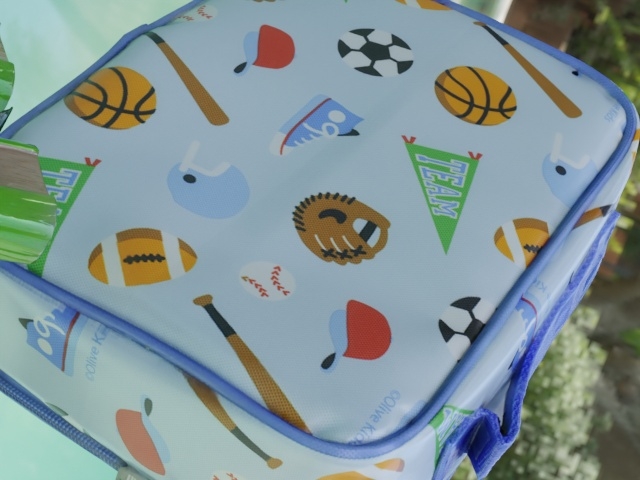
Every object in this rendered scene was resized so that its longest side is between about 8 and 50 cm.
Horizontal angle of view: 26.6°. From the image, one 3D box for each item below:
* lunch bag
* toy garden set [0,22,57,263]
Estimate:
[{"bbox_3d":[0.000,0.000,0.601,0.303,0.243,0.115,-47,159,-41],"label":"lunch bag"},{"bbox_3d":[-0.196,-0.111,0.428,0.049,0.204,0.244,-51,-134,30],"label":"toy garden set"}]
